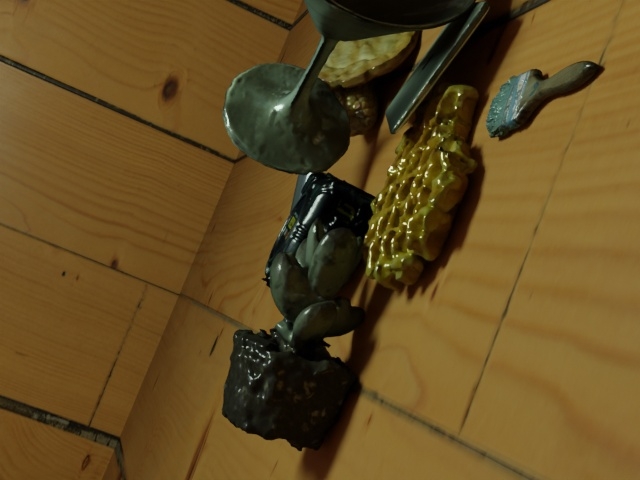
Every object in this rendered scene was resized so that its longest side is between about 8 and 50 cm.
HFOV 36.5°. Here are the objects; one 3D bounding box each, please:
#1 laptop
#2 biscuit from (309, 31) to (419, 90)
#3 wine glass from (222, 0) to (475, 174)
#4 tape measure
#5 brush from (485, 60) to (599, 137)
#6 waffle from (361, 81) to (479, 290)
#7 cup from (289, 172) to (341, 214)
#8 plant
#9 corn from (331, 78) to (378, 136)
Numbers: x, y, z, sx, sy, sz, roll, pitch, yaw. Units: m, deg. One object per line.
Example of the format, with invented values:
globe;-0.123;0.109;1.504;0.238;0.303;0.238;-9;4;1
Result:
laptop;0.143;-0.226;1.256;0.187;0.015;0.269;-53;6;11
biscuit;0.078;-0.323;1.606;0.203;0.041;0.260;-19;31;26
wine glass;0.011;-0.275;1.322;0.406;0.267;0.267;128;161;-58
tape measure;0.000;0.000;1.382;0.186;0.112;0.199;-59;8;3
brush;0.218;-0.147;0.957;0.070;0.021;0.196;-68;15;-11
waffle;0.119;-0.064;1.127;0.249;0.056;0.253;-63;11;14
cup;0.000;-0.068;1.600;0.100;0.078;0.077;6;76;45
plant;-0.017;0.112;1.184;0.146;0.149;0.274;-1;68;59
corn;0.056;-0.263;1.661;0.101;0.101;0.291;-59;18;29
